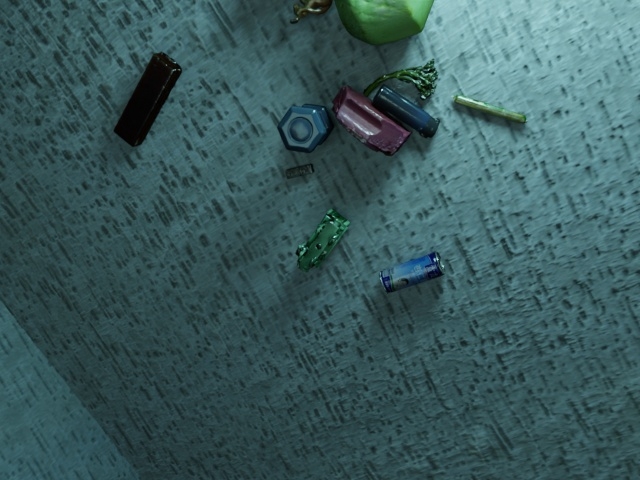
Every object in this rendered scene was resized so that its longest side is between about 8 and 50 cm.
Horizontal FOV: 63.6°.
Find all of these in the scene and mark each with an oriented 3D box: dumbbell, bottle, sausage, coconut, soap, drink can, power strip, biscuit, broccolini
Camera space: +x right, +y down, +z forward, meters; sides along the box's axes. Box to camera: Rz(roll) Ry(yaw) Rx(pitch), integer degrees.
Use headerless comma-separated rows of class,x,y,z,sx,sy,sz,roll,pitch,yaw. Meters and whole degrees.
dumbbell,-0.044,-0.391,1.771,0.143,0.316,0.156,38,108,-4
bottle,0.297,-0.440,1.776,0.244,0.072,0.082,30,112,-7
sausage,0.570,-0.442,1.737,0.269,0.033,0.033,21,113,8
coconut,0.213,-0.762,1.591,0.328,0.281,0.328,6,138,6
soap,0.164,-0.413,1.782,0.289,0.182,0.112,39,115,5
drink can,0.347,0.123,1.961,0.235,0.097,0.097,-21,101,20
power strip,-0.080,-0.266,1.981,0.111,0.029,0.038,-12,105,19
biscuit,-0.681,-0.551,2.028,0.107,0.073,0.388,39,113,-1
broccolini,0.280,-0.528,1.786,0.271,0.062,0.123,-11,100,26

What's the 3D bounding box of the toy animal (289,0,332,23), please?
toy animal,0.001,-0.874,1.714,0.157,0.097,0.312,12,108,12

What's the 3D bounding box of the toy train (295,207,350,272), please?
toy train,0.000,0.000,1.982,0.115,0.154,0.269,35,114,1
